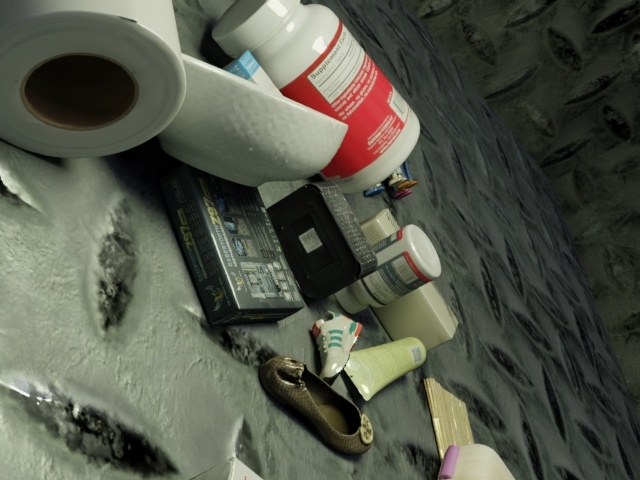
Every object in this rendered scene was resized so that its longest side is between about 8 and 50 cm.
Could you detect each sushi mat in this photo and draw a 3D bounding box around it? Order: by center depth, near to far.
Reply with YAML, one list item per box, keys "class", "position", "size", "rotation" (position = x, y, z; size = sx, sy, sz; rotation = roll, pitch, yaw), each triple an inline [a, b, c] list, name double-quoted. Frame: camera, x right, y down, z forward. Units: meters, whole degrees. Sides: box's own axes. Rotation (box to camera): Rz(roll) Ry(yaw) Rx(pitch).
- class: "sushi mat"
  position: [0.268, 0.423, 1.621]
  size: [0.151, 0.019, 0.316]
  rotation: [39, 31, -40]

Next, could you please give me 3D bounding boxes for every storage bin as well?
- class: "storage bin"
  position: [0.000, 0.000, 1.457]
  size: [0.180, 0.122, 0.084]
  rotation: [62, 24, 5]

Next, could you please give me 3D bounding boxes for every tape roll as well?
- class: "tape roll"
  position: [-0.292, -0.236, 1.020]
  size: [0.246, 0.246, 0.169]
  rotation: [29, 39, -49]

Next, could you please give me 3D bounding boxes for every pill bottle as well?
- class: "pill bottle"
  position: [0.115, 0.058, 1.542]
  size: [0.108, 0.180, 0.108]
  rotation: [44, 29, -32]
- class: "pill bottle"
  position: [-0.009, -0.299, 1.649]
  size: [0.407, 0.229, 0.229]
  rotation: [46, 28, -27]

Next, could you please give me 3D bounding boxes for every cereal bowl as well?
- class: "cereal bowl"
  position: [-0.137, -0.173, 1.272]
  size: [0.339, 0.141, 0.339]
  rotation: [21, 9, -3]

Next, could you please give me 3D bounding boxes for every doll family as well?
- class: "doll family"
  position: [0.157, -0.197, 1.984]
  size: [0.263, 0.118, 0.163]
  rotation: [-1, 63, -63]

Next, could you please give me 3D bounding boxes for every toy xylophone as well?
- class: "toy xylophone"
  position: [0.317, 0.510, 1.494]
  size: [0.322, 0.081, 0.236]
  rotation: [59, 25, -1]

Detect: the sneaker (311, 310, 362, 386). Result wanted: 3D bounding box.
- class: "sneaker"
  position: [0.012, 0.172, 1.388]
  size: [0.075, 0.057, 0.161]
  rotation: [32, 35, 0]

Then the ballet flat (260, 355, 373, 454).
- class: "ballet flat"
  position: [0.009, 0.244, 1.277]
  size: [0.250, 0.058, 0.084]
  rotation: [44, 29, -31]

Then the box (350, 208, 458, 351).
- class: "box"
  position: [0.148, 0.085, 1.663]
  size: [0.275, 0.113, 0.094]
  rotation: [59, 23, -5]

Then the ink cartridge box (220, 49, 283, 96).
- class: "ink cartridge box"
  position: [-0.118, -0.227, 1.508]
  size: [0.181, 0.104, 0.061]
  rotation: [51, 26, -17]

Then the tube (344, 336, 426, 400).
- class: "tube"
  position: [0.109, 0.218, 1.510]
  size: [0.240, 0.070, 0.062]
  rotation: [-8, 106, -59]

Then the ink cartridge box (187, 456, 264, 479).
- class: "ink cartridge box"
  position: [-0.067, 0.371, 0.946]
  size: [0.219, 0.092, 0.160]
  rotation: [46, 27, -26]

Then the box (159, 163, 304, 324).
- class: "box"
  position: [-0.129, 0.008, 1.277]
  size: [0.183, 0.059, 0.232]
  rotation: [6, 57, -62]
